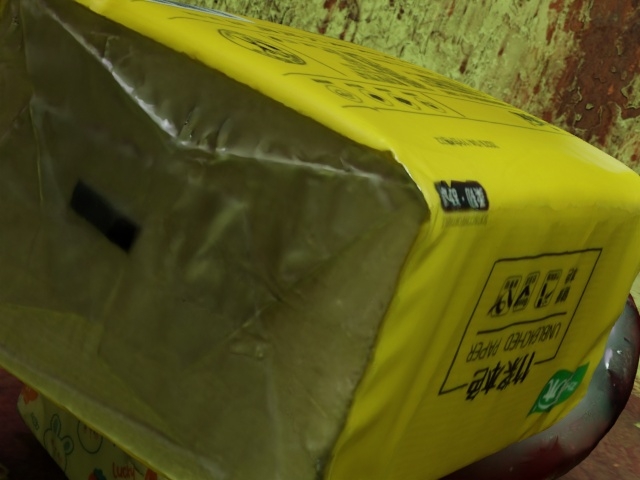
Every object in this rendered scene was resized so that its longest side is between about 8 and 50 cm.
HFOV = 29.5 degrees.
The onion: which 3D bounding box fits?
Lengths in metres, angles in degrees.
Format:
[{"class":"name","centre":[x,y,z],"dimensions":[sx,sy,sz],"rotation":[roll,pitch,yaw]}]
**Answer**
[{"class":"onion","centre":[0.131,0.099,1.035],"dimensions":[0.272,0.195,0.272],"rotation":[-1,56,1]}]

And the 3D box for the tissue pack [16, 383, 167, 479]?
[{"class":"tissue pack","centre":[-0.088,0.130,0.792],"dimensions":[0.148,0.092,0.196],"rotation":[7,19,-42]}]

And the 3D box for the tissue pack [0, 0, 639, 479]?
[{"class":"tissue pack","centre":[0.000,0.000,0.749],"dimensions":[0.293,0.228,0.382],"rotation":[28,16,27]}]
